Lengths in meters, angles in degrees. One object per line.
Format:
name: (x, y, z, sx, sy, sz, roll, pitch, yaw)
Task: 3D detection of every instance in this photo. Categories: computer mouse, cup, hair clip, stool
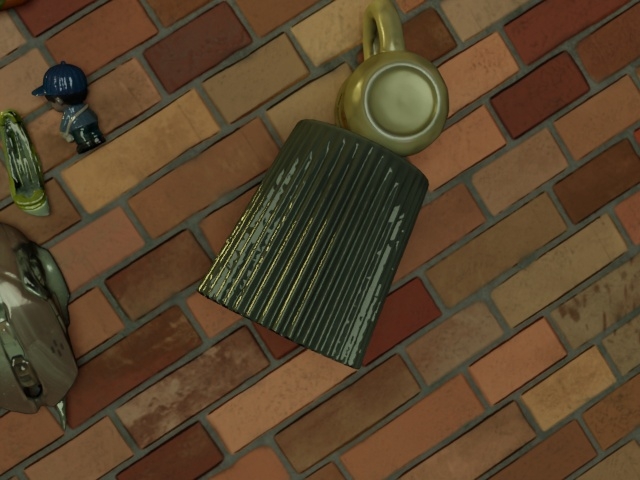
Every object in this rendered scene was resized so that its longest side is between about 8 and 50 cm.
computer mouse: (-0.516, 0.153, 1.428, 0.200, 0.115, 0.388, -20, 95, -3)
cup: (0.129, -0.264, 1.442, 0.173, 0.202, 0.255, 17, 90, -8)
hair clip: (-0.509, -0.130, 1.451, 0.060, 0.033, 0.188, -13, 97, -4)
stool: (0.000, 0.000, 1.402, 0.297, 0.297, 0.330, 26, 86, -8)

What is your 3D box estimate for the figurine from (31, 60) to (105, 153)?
figurine: (-0.419, -0.223, 1.439, 0.086, 0.087, 0.149, -33, 99, -42)

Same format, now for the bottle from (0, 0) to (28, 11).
bottle: (-0.515, -0.422, 1.416, 0.187, 0.069, 0.069, -21, 96, -6)
